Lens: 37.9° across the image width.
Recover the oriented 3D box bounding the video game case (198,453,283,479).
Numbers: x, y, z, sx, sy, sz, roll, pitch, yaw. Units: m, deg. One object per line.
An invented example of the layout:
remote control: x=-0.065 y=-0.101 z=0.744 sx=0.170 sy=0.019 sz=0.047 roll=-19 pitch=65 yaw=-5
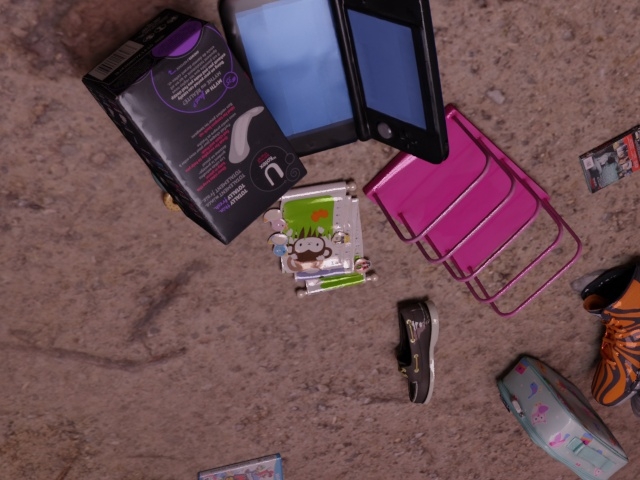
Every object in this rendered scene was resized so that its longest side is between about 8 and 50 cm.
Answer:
video game case: x=-0.157 y=0.491 z=1.875 sx=0.166 sy=0.015 sz=0.119 roll=-11 pitch=127 yaw=-11

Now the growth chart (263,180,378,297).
growth chart: x=0.000 y=0.000 z=1.565 sx=0.172 sy=0.021 sz=0.237 roll=-17 pitch=128 yaw=-5

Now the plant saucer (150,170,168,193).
plant saucer: x=-0.195 y=-0.117 z=1.392 sx=0.119 sy=0.021 sz=0.119 roll=-6 pitch=111 yaw=-17

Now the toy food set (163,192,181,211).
toy food set: x=-0.201 y=-0.082 z=1.436 sx=0.083 sy=0.020 sz=0.083 roll=0 pitch=125 yaw=-18

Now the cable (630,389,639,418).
cable: x=0.704 y=0.250 z=1.838 sx=0.089 sy=0.257 sz=0.257 roll=22 pitch=149 yaw=-1

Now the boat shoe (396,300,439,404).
boat shoe: x=0.175 y=0.214 z=1.747 sx=0.068 sy=0.081 sz=0.228 roll=-6 pitch=119 yaw=-11

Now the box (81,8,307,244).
box: x=-0.169 y=-0.156 z=1.279 sx=0.165 sy=0.143 sz=0.270 roll=-42 pitch=125 yaw=-12

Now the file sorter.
file sorter: x=0.259 y=-0.033 z=1.524 sx=0.202 sy=0.182 sz=0.290 roll=-45 pitch=126 yaw=15

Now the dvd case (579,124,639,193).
dvd case: x=0.520 y=-0.142 z=1.641 sx=0.119 sy=0.013 sz=0.087 roll=-29 pitch=129 yaw=2

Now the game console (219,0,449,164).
game console: x=0.025 y=-0.225 z=1.320 sx=0.173 sy=0.250 sz=0.293 roll=-37 pitch=134 yaw=-25

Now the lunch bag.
lunch bag: x=0.485 y=0.368 z=1.868 sx=0.108 sy=0.224 sz=0.279 roll=-45 pitch=127 yaw=15

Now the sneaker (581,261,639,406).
sneaker: x=0.577 y=0.176 z=1.840 sx=0.180 sy=0.124 sz=0.321 roll=13 pitch=109 yaw=-22
